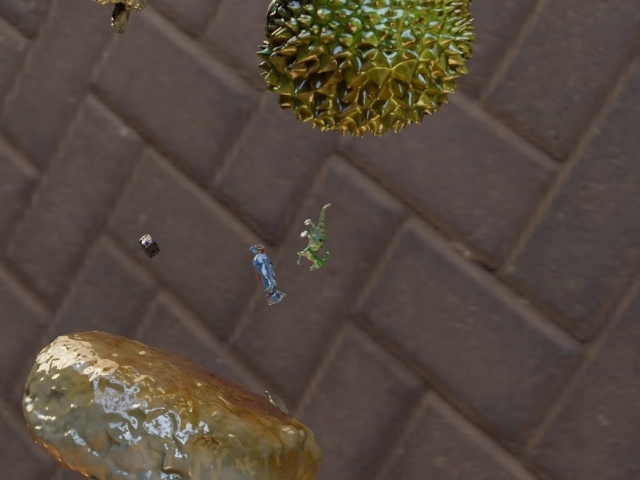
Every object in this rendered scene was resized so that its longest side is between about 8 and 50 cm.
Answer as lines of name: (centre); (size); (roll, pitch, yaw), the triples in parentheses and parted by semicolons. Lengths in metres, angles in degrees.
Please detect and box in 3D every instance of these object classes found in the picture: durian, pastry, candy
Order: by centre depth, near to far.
pastry: (-0.138, 0.191, 1.618); (0.329, 0.329, 0.136); (23, 88, 42)
durian: (0.067, -0.240, 1.928); (0.291, 0.291, 0.224); (-37, 96, 32)
candy: (-0.069, 0.044, 2.171); (0.030, 0.020, 0.083); (-17, 75, -2)

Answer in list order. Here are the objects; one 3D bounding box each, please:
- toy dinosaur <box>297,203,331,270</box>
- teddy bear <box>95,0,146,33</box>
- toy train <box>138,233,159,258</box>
toy dinosaur: (0.000, 0.000, 2.100); (0.083, 0.062, 0.021); (-44, 37, -3)
teddy bear: (-0.195, -0.267, 1.346); (0.111, 0.213, 0.133); (-34, 45, 20)
toy train: (-0.195, 0.005, 1.878); (0.017, 0.083, 0.017); (-38, 84, -7)
